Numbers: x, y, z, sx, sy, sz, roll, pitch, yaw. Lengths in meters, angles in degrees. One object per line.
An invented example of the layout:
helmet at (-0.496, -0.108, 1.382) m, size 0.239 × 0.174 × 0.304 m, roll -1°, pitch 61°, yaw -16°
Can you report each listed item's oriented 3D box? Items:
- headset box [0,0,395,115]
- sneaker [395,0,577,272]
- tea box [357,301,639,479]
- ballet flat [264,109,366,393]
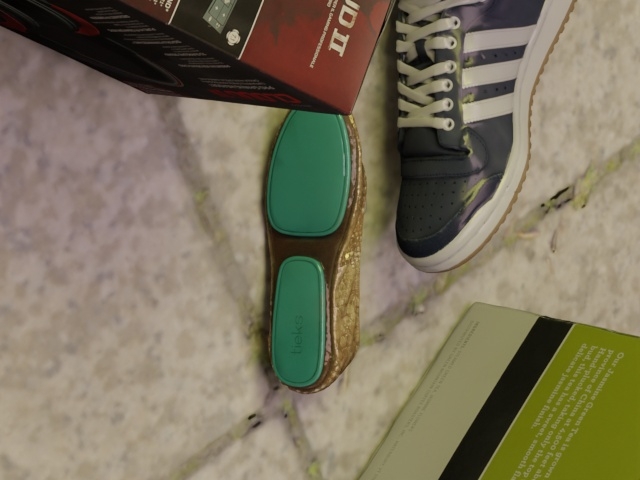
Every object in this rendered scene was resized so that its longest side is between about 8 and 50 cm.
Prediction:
headset box at (-0.112, -0.162, 0.844) m, size 0.293 × 0.218 × 0.110 m, roll 23°, pitch 84°, yaw -37°
sneaker at (0.082, -0.130, 1.094) m, size 0.153 × 0.099 × 0.282 m, roll 34°, pitch 70°, yaw -40°
tea box at (0.246, 0.242, 1.138) m, size 0.329 × 0.323 × 0.220 m, roll 45°, pitch 70°, yaw -33°
ballet flat at (0.000, 0.000, 1.088) m, size 0.067 × 0.073 × 0.206 m, roll -9°, pitch 107°, yaw -63°
